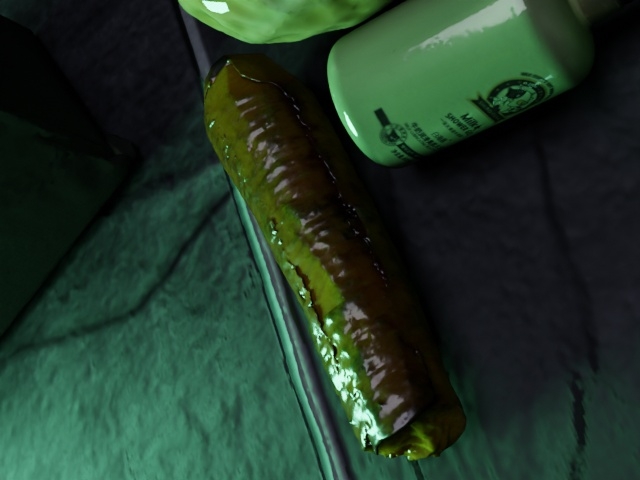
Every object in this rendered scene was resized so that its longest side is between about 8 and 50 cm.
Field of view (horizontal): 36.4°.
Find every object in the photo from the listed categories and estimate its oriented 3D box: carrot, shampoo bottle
[{"bbox_3d":[0.000,0.000,0.534,0.070,0.070,0.260,-38,58,22],"label":"carrot"},{"bbox_3d":[0.087,-0.100,0.491,0.162,0.079,0.079,-24,64,28],"label":"shampoo bottle"}]

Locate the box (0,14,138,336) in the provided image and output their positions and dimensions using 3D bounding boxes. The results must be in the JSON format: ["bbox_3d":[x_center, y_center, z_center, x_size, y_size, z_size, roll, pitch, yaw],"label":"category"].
[{"bbox_3d":[-0.350,-0.023,0.678,0.345,0.251,0.204,-48,54,15],"label":"box"}]

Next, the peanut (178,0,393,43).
[{"bbox_3d":[0.057,-0.218,0.498,0.325,0.153,0.140,-33,79,7],"label":"peanut"}]
